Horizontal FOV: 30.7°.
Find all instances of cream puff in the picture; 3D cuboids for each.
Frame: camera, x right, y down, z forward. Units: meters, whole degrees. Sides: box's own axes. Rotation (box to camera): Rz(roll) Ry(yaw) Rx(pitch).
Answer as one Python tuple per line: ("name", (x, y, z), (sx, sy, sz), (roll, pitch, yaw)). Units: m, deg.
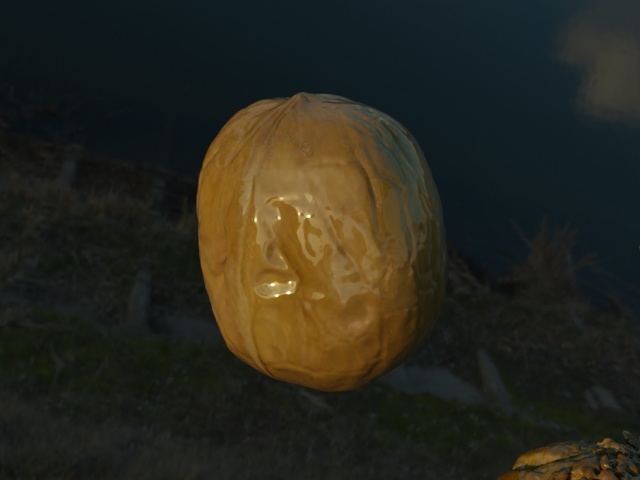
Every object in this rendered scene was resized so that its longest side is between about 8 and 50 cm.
("cream puff", (0.153, 0.179, 0.661), (0.144, 0.103, 0.126), (-31, 90, -23))

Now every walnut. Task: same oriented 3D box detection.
("walnut", (0.000, 0.000, 0.866), (0.193, 0.226, 0.193), (-10, 15, 3))
